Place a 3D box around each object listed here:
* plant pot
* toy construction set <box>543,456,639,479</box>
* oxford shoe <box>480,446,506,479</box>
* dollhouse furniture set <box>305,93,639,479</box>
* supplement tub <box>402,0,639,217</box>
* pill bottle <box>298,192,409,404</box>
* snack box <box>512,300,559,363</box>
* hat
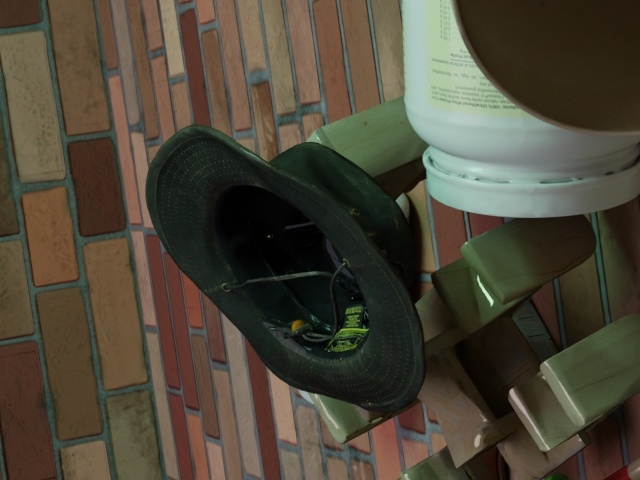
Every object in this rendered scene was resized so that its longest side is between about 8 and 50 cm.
[{"bbox_3d":[0.223,-0.248,1.466,0.191,0.284,0.284,-101,12,-59],"label":"plant pot"},{"bbox_3d":[0.298,0.321,1.766,0.237,0.257,0.309,-43,33,45],"label":"toy construction set"},{"bbox_3d":[0.172,0.271,2.204,0.076,0.076,0.212,-138,41,-57],"label":"oxford shoe"},{"bbox_3d":[0.158,0.048,1.971,0.394,0.256,0.362,57,144,11],"label":"dollhouse furniture set"},{"bbox_3d":[0.189,-0.203,1.713,0.235,0.235,0.325,-144,48,-62],"label":"supplement tub"},{"bbox_3d":[0.032,0.065,2.375,0.153,0.153,0.265,-135,39,-58],"label":"pill bottle"},{"bbox_3d":[0.211,0.141,2.090,0.141,0.037,0.100,104,150,-45],"label":"snack box"},{"bbox_3d":[0.000,0.000,1.812,0.331,0.134,0.331,32,148,23],"label":"hat"}]
